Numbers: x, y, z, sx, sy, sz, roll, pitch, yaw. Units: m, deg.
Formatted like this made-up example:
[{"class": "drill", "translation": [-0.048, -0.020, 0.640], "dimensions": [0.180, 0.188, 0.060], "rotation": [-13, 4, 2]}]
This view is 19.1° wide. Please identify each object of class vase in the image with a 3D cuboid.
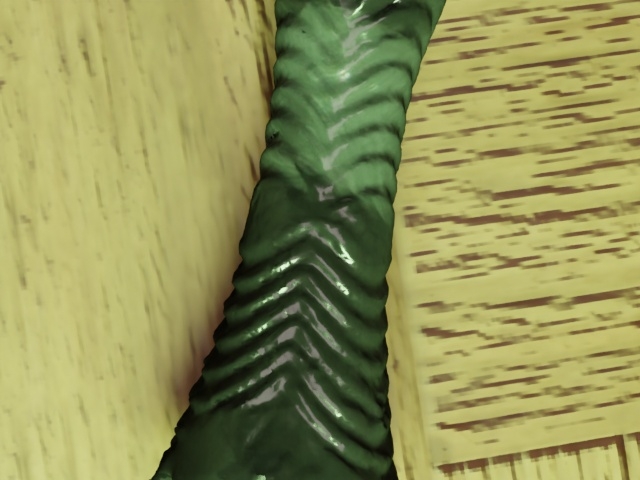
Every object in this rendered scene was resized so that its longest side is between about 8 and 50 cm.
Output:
[{"class": "vase", "translation": [0.000, 0.000, 0.814], "dimensions": [0.115, 0.115, 0.237], "rotation": [10, 82, -7]}]
